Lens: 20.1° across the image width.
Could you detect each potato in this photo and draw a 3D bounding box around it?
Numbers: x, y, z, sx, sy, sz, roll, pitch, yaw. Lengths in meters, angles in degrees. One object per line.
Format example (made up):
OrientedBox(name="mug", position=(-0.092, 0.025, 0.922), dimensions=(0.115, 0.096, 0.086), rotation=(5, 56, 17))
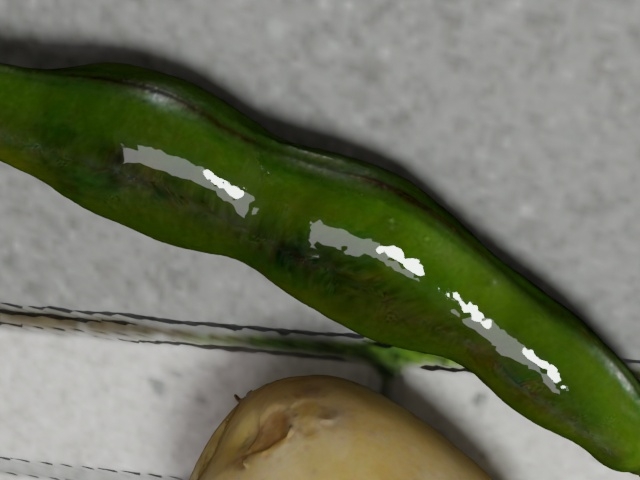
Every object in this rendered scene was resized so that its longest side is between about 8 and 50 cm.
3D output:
OrientedBox(name="potato", position=(0.023, 0.123, 0.577), dimensions=(0.109, 0.118, 0.178), rotation=(-35, 91, -4))

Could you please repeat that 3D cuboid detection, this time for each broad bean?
OrientedBox(name="broad bean", position=(0.000, -0.001, 0.551), dimensions=(0.297, 0.043, 0.060), rotation=(27, 133, 1))
